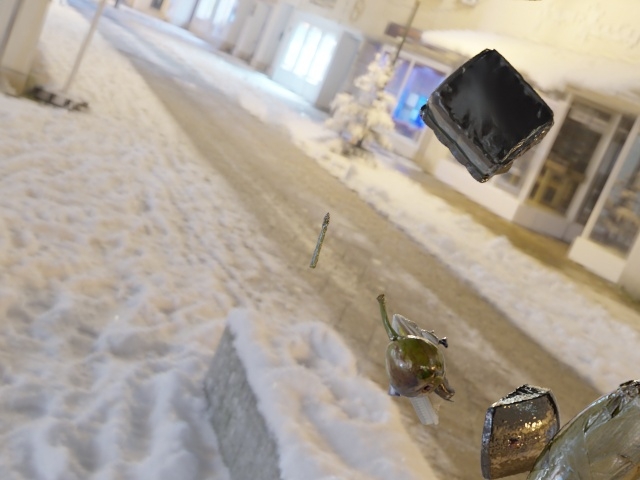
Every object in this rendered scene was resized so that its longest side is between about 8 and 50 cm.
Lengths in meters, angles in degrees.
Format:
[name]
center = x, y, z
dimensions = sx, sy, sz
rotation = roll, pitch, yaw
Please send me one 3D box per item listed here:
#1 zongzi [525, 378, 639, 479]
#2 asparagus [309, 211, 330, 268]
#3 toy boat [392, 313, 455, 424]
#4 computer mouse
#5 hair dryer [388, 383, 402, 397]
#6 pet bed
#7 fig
[zongzi]
center = 0.440, 0.369, 1.503
dimensions = 0.300, 0.274, 0.145
rotation = -30, 67, -28
[asparagus]
center = 0.000, 0.000, 1.789
dimensions = 0.014, 0.114, 0.015
rotation = 16, -2, -11
[toy boat]
center = 0.247, 0.300, 2.183
dimensions = 0.140, 0.270, 0.141
rotation = -10, 15, 3
[computer mouse]
center = 0.428, 0.398, 1.891
dimensions = 0.087, 0.168, 0.295
rotation = 9, 11, 37
[hair dryer]
center = 0.193, 0.372, 2.344
dimensions = 0.037, 0.063, 0.114
rotation = 11, -15, 3
[pet bed]
center = 0.318, -0.234, 1.759
dimensions = 0.211, 0.183, 0.159
rotation = 47, -6, 4
[fig]
center = 0.180, 0.235, 2.057
dimensions = 0.149, 0.149, 0.245
rotation = 10, 42, -49
